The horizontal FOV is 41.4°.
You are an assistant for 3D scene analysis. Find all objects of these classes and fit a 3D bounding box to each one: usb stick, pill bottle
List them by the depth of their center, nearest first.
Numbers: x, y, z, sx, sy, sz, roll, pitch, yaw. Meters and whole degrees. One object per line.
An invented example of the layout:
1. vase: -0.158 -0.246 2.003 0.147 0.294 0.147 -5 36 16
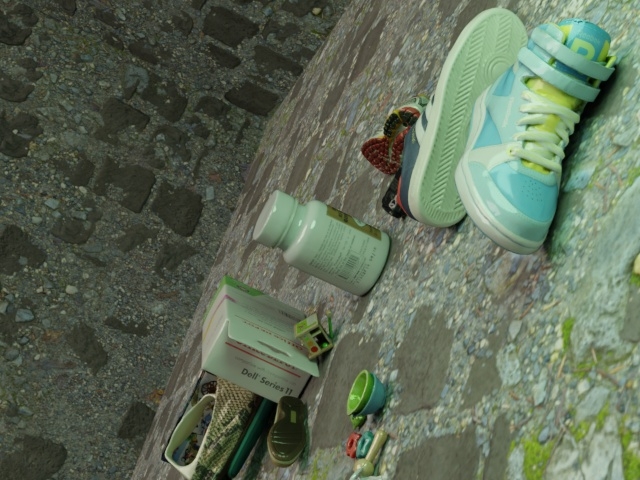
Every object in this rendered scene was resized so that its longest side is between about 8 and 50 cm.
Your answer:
1. usb stick: 0.192 -0.170 1.526 0.278 0.045 0.077 -62 20 12
2. pill bottle: 0.000 0.000 1.556 0.131 0.229 0.131 -58 15 25

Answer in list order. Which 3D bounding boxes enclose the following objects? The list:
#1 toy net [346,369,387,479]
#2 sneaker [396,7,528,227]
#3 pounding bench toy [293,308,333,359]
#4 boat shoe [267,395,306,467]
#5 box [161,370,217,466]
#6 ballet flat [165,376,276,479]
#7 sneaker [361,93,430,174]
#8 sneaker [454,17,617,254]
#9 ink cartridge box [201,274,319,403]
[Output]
1. toy net: 0.051 0.303 1.214 0.122 0.045 0.232 -54 17 40
2. sneaker: 0.204 -0.193 1.323 0.350 0.131 0.148 -66 17 -2
3. pounding bench toy: 0.001 0.178 1.618 0.083 0.065 0.052 -31 19 7
4. boat shoe: -0.062 0.362 1.538 0.190 0.068 0.072 -72 -1 -69
5. box: -0.233 0.411 1.882 0.233 0.159 0.044 -63 11 10
6. ballet flat: -0.241 0.483 1.724 0.164 0.182 0.482 77 -150 -66
7. sneaker: 0.159 -0.208 1.685 0.092 0.088 0.225 -49 3 -32
8. sneaker: 0.266 -0.146 1.013 0.208 0.127 0.319 -55 17 42
9. ink cartridge box: -0.129 0.213 1.725 0.119 0.207 0.353 -61 13 10
